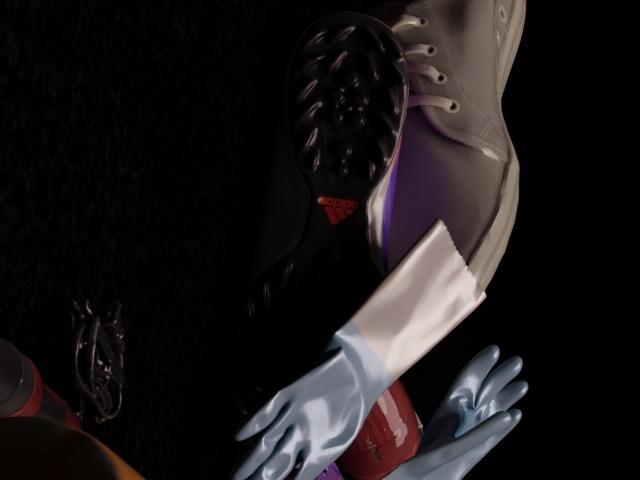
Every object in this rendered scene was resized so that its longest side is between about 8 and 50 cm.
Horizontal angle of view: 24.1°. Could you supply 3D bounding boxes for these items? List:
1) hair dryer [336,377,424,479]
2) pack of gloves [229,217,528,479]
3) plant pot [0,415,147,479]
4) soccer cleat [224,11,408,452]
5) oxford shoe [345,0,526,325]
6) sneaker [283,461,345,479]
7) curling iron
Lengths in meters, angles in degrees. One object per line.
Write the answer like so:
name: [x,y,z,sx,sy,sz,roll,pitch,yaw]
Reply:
hair dryer: [0.017,0.110,1.270,0.223,0.080,0.293,60,-2,28]
pack of gloves: [0.054,0.133,1.021,0.232,0.046,0.195,-45,130,-15]
plant pot: [-0.090,0.169,0.528,0.205,0.205,0.188,-72,149,-41]
soccer cleat: [0.000,0.000,1.070,0.116,0.109,0.318,-163,-98,-88]
oxford shoe: [0.073,-0.105,1.195,0.130,0.169,0.449,49,39,-37]
sneaker: [-0.020,0.213,1.162,0.236,0.095,0.104,42,50,-83]
curling iron: [-0.129,0.043,0.600,0.274,0.035,0.068,49,46,-77]
